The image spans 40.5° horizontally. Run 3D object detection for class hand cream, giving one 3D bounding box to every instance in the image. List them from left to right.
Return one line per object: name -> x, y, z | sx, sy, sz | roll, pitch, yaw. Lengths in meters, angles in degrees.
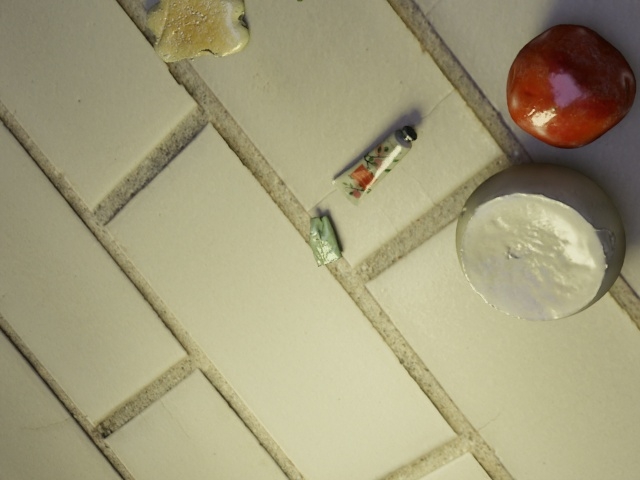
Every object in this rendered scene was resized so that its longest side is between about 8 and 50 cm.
hand cream -> 0.119, -0.164, 1.874 | 0.080, 0.050, 0.234 | 45, 127, -3

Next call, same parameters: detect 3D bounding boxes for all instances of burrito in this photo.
burrito -> 0.003, 0.000, 1.990 | 0.074, 0.044, 0.118 | -10, 110, 31

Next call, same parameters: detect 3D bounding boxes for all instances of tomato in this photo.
tomato -> 0.450, -0.277, 1.597 | 0.232, 0.188, 0.231 | 9, 113, 23

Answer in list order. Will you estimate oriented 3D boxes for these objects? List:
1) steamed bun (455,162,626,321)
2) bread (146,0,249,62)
steamed bun -> 0.430, -0.001, 1.706 | 0.325, 0.206, 0.324 | 10, 116, 22
bread -> -0.280, -0.490, 1.915 | 0.251, 0.039, 0.181 | -1, 110, 24
